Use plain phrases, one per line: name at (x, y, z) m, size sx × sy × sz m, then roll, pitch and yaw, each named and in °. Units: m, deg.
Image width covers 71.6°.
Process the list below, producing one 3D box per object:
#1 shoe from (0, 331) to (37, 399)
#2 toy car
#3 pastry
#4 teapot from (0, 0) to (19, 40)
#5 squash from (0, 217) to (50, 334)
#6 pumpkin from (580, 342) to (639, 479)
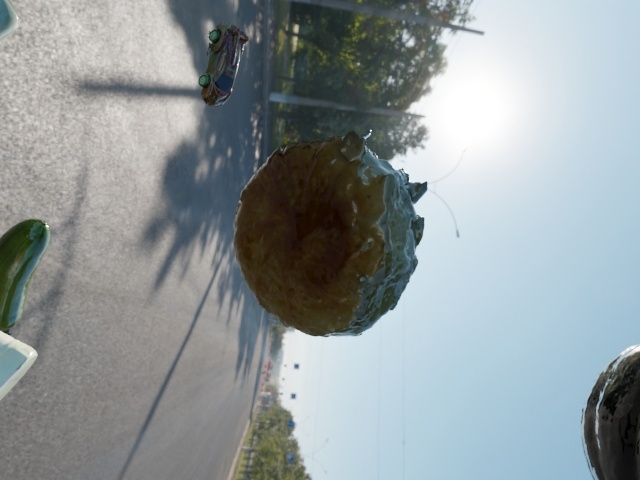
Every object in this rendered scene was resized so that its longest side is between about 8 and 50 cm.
shoe at (-0.435, 0.193, 0.452) m, size 0.265 × 0.110 × 0.095 m, roll -51°, pitch -171°, yaw -28°
toy car at (-0.149, -0.264, 0.677) m, size 0.059 × 0.035 × 0.121 m, roll 7°, pitch 97°, yaw -65°
pastry at (0.000, 0.000, 0.679) m, size 0.136 × 0.330 × 0.329 m, roll 2°, pitch 97°, yaw -56°
teapot at (-0.415, -0.097, 0.389) m, size 0.149 × 0.318 × 0.219 m, roll 44°, pitch -39°, yaw 28°
squash at (-0.491, 0.062, 0.700) m, size 0.258 × 0.069 × 0.069 m, roll -53°, pitch -163°, yaw 24°
pumpkin at (0.330, 0.192, 0.342) m, size 0.216 × 0.250 × 0.250 m, roll -60°, pitch -179°, yaw -8°
